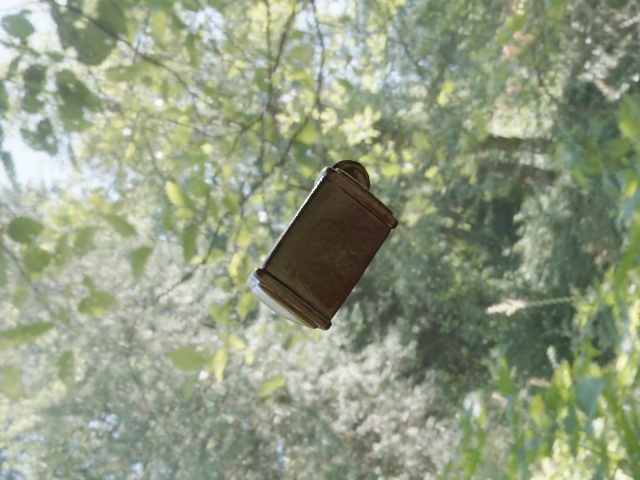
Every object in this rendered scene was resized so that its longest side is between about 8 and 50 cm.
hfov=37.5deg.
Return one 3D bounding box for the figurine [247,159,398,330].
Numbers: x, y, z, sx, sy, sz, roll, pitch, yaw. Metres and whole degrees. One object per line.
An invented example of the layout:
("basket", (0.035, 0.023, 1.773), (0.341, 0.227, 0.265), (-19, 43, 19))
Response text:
("figurine", (0.000, -0.001, 0.837), (0.154, 0.082, 0.098), (-56, 14, -16))
